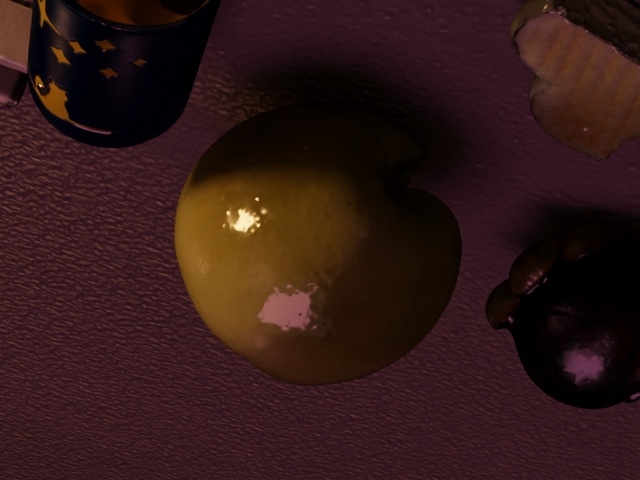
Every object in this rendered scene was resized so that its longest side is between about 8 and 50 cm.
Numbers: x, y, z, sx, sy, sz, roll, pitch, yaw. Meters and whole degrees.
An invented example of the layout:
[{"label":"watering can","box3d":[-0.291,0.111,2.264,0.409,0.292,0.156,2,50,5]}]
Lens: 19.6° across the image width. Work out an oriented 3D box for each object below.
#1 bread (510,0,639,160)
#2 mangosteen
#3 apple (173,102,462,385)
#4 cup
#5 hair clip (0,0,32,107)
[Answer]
[{"label":"bread","box3d":[0.266,-0.160,1.690,0.172,0.064,0.232,3,151,22]},{"label":"mangosteen","box3d":[0.295,0.080,1.982,0.209,0.210,0.210,12,151,7]},{"label":"apple","box3d":[0.000,0.000,1.883,0.292,0.292,0.254,31,127,-26]},{"label":"cup","box3d":[-0.201,-0.244,1.732,0.178,0.255,0.256,-17,162,-20]},{"label":"hair clip","box3d":[-0.434,-0.240,1.875,0.330,0.085,0.101,22,164,-22]}]
